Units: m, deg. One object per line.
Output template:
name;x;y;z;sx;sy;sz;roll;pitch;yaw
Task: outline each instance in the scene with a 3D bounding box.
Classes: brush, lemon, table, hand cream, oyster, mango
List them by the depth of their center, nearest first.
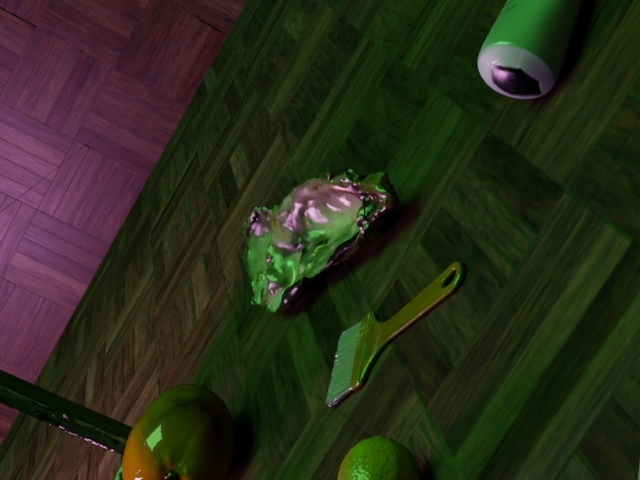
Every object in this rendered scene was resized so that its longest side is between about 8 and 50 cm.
lemon;0.042;0.175;0.837;0.062;0.062;0.083;-51;22;33
brush;0.066;0.073;1.015;0.205;0.011;0.083;-44;24;45
hand cream;0.219;-0.255;1.020;0.109;0.067;0.320;-36;24;59
oyster;0.000;-0.003;1.239;0.345;0.079;0.128;-30;57;58
mango;-0.158;0.233;1.277;0.144;0.112;0.219;-65;4;-16
table;-0.417;0.312;1.439;0.222;0.335;0.272;104;-171;-83

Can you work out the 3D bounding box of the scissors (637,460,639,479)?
scissors;0.177;0.120;0.554;0.138;0.041;0.289;-35;35;55
